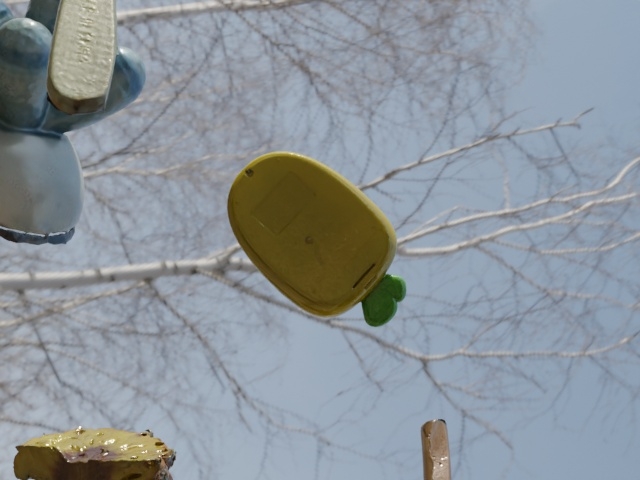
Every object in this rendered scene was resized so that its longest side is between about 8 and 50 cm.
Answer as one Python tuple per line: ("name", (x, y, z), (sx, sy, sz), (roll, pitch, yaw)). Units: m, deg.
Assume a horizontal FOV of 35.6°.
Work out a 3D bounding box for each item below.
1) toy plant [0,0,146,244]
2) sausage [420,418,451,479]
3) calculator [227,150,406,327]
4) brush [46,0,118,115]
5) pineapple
("toy plant", (-0.361, -0.187, 1.250), (0.247, 0.247, 0.332), (29, -78, 25))
("sausage", (0.097, 0.201, 0.830), (0.026, 0.116, 0.026), (2, -48, 2))
("calculator", (0.000, 0.000, 1.109), (0.235, 0.146, 0.032), (41, -11, 2))
("brush", (-0.171, -0.220, 0.754), (0.020, 0.086, 0.336), (115, -25, -50))
("pineapple", (-0.252, 0.276, 1.229), (0.233, 0.135, 0.079), (7, -91, 28))
